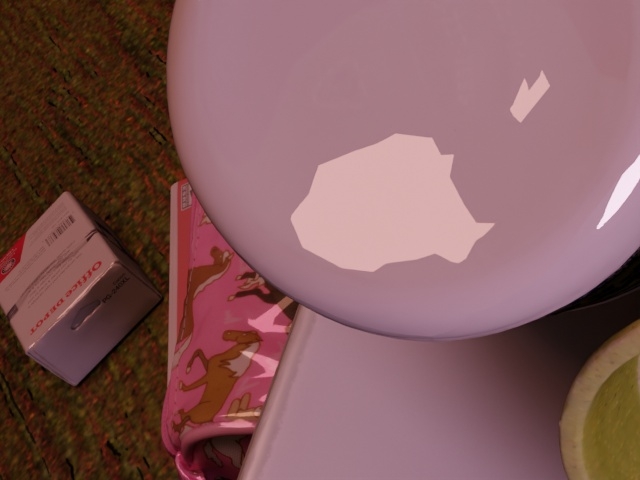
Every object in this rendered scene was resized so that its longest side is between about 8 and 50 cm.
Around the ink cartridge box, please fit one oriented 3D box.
[{"bbox_3d":[-0.215,0.040,1.314,0.109,0.063,0.150,-46,36,1],"label":"ink cartridge box"}]

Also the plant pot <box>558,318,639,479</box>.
[{"bbox_3d":[0.281,0.033,0.681,0.276,0.276,0.254,-5,41,43],"label":"plant pot"}]

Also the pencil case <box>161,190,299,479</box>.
[{"bbox_3d":[-0.011,-0.012,1.018,0.167,0.160,0.386,-19,57,35],"label":"pencil case"}]

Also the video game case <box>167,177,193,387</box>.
[{"bbox_3d":[0.000,0.000,1.132,0.285,0.025,0.204,-22,55,30],"label":"video game case"}]

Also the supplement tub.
[{"bbox_3d":[0.089,-0.074,0.737,0.228,0.316,0.228,0,91,21],"label":"supplement tub"}]

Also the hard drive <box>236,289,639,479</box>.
[{"bbox_3d":[0.078,0.085,0.881,0.040,0.203,0.307,113,177,-60],"label":"hard drive"}]
